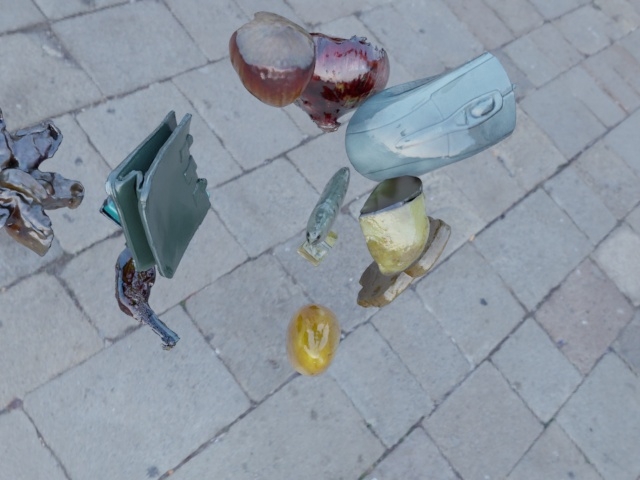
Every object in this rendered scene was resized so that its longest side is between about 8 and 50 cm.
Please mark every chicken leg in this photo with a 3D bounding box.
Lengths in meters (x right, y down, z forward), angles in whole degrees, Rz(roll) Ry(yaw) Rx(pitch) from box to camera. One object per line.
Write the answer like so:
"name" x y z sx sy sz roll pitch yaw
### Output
"chicken leg" -0.377 0.119 1.238 0.106 0.051 0.253 -16 77 -26

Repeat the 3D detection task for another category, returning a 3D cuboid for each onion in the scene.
"onion" 0.005 -0.325 1.216 0.272 0.272 0.195 8 91 -20

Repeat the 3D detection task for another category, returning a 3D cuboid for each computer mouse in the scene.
"computer mouse" 0.231 -0.231 1.144 0.371 0.122 0.188 -24 110 -2

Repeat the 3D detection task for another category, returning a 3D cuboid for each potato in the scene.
"potato" 0.099 -0.012 0.692 0.096 0.066 0.103 -52 129 -45

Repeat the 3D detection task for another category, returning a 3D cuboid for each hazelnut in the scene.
"hazelnut" -0.044 -0.162 0.526 0.086 0.086 0.086 10 60 -18

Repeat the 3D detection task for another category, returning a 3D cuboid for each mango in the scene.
"mango" -0.018 0.227 1.342 0.126 0.252 0.154 20 98 -3

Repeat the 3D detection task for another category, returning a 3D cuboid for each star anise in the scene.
"star anise" -0.461 -0.097 0.900 0.220 0.099 0.214 36 65 -40

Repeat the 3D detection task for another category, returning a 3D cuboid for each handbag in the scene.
"handbag" -0.301 -0.090 1.142 0.079 0.247 0.260 9 46 9

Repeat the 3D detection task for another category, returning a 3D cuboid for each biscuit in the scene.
"biscuit" 0.155 0.049 1.131 0.041 0.290 0.208 39 64 -8

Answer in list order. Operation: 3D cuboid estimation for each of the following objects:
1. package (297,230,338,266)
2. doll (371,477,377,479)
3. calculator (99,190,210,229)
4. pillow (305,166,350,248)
"package" 0.000 0.000 1.540 0.071 0.047 0.131 39 54 -3
"doll" 0.089 0.551 1.237 0.143 0.057 0.099 35 78 -49
"calculator" -0.472 -0.120 1.690 0.248 0.058 0.274 47 57 -28
"pillow" 0.012 -0.057 1.174 0.051 0.093 0.241 19 43 4
